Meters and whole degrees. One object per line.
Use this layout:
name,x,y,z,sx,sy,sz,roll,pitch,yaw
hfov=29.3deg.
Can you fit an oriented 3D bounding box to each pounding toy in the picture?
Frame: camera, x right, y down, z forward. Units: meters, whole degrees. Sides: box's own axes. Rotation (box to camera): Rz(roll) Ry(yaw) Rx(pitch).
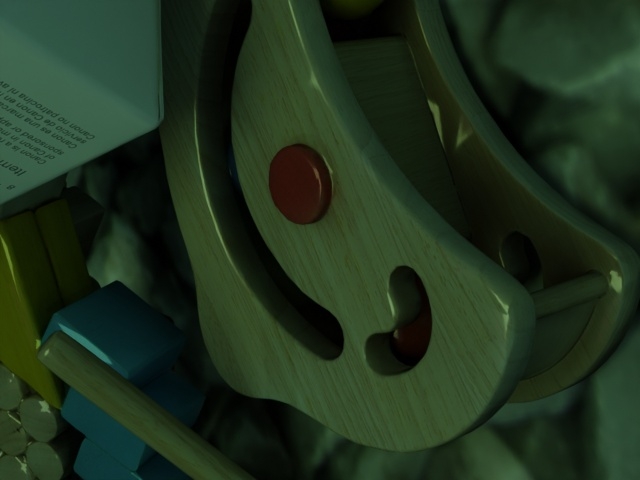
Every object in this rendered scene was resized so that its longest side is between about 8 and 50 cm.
pounding toy,0.000,0.000,0.425,0.154,0.155,0.269,-13,91,47

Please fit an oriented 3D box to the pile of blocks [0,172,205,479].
pile of blocks,-0.078,0.111,0.564,0.149,0.113,0.362,0,108,30

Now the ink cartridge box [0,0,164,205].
ink cartridge box,-0.198,-0.067,0.410,0.237,0.172,0.100,-22,56,27
